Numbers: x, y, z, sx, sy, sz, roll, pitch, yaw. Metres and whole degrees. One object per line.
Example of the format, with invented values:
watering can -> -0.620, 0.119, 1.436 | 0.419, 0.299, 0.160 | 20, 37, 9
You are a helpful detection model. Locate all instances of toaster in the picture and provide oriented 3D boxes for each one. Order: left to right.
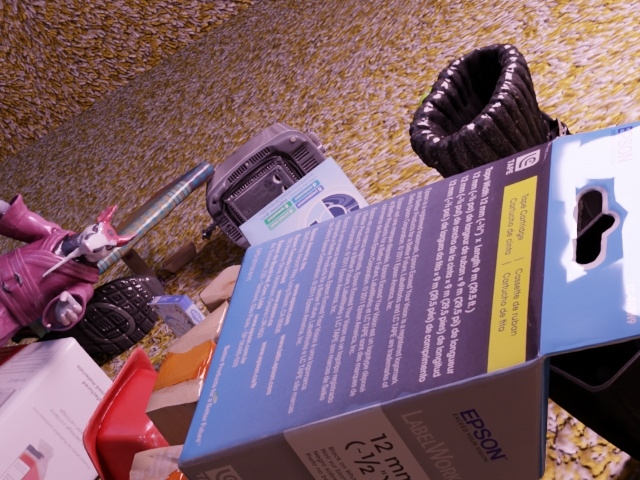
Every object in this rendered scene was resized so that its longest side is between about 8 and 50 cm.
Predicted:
toaster -> -0.088, -0.081, 2.072 | 0.227, 0.129, 0.146 | -40, 16, 4

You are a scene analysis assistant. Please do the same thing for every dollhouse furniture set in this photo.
dollhouse furniture set -> -0.268, 0.016, 2.232 | 0.114, 0.081, 0.091 | -39, 20, 0

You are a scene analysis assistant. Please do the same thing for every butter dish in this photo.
butter dish -> -0.180, 0.229, 1.581 | 0.118, 0.160, 0.160 | 0, 38, 25

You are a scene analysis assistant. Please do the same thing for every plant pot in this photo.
plant pot -> 0.272, 0.085, 1.044 | 0.187, 0.167, 0.188 | -43, 20, -9

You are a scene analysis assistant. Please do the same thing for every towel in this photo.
towel -> -0.331, 0.024, 2.104 | 0.370, 0.040, 0.271 | -43, 10, -21

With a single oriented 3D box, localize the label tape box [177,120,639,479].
label tape box -> 0.090, 0.066, 0.987 | 0.347, 0.115, 0.249 | -18, 32, 24

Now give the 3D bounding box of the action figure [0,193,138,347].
action figure -> -0.408, 0.080, 1.842 | 0.370, 0.276, 0.248 | -26, 65, -4

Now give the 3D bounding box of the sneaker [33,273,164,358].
sneaker -> -0.364, 0.136, 2.123 | 0.286, 0.109, 0.130 | -33, 15, 10

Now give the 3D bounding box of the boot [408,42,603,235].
boot -> 0.204, -0.092, 1.395 | 0.131, 0.260, 0.348 | -33, 21, 16

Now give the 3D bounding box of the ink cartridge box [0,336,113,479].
ink cartridge box -> -0.458, 0.322, 1.794 | 0.279, 0.160, 0.385 | -9, 34, 53

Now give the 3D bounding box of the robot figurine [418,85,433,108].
robot figurine -> 0.189, -0.199, 1.930 | 0.115, 0.067, 0.101 | -36, 29, 8

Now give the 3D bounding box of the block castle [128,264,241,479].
block castle -> 0.022, 0.202, 1.179 | 0.303, 0.213, 0.453 | -18, 33, 20

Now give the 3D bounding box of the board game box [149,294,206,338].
board game box -> -0.183, 0.113, 1.871 | 0.020, 0.090, 0.090 | -47, 22, -26

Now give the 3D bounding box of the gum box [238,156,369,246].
gum box -> 0.000, 0.000, 1.754 | 0.157, 0.041, 0.184 | -37, 49, 2
